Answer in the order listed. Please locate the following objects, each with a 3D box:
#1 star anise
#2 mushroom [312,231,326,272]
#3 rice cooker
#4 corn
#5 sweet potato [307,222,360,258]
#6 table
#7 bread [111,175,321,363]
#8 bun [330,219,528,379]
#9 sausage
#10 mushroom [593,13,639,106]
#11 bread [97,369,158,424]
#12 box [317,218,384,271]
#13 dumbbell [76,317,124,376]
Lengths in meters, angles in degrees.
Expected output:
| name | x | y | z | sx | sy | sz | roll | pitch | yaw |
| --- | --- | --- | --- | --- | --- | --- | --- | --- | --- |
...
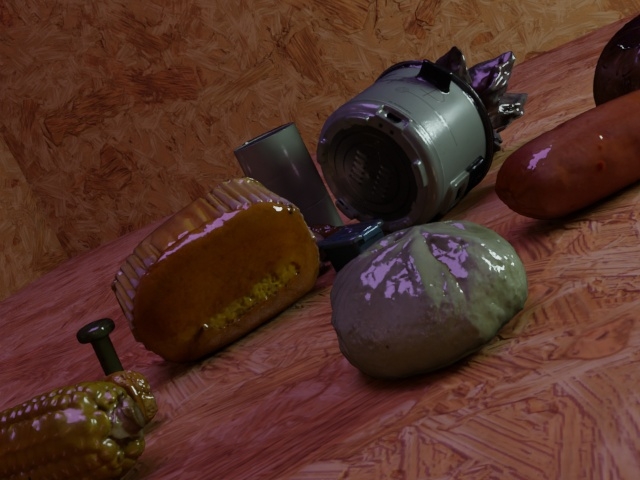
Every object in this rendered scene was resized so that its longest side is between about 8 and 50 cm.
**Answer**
| name | x | y | z | sx | sy | sz | roll | pitch | yaw |
| --- | --- | --- | --- | --- | --- | --- | --- | --- | --- |
| star anise | 0.230 | -0.219 | 1.486 | 0.331 | 0.118 | 0.332 | -15 | -35 | -10 |
| mushroom | -0.023 | 0.026 | 1.283 | 0.083 | 0.067 | 0.083 | -39 | -18 | -16 |
| rice cooker | 0.140 | -0.150 | 1.303 | 0.241 | 0.281 | 0.227 | 31 | 46 | 21 |
| corn | -0.340 | 0.244 | 0.843 | 0.363 | 0.120 | 0.120 | -26 | 11 | 10 |
| sweet potato | 0.000 | 0.000 | 1.351 | 0.273 | 0.067 | 0.067 | -11 | 18 | 47 |
| table | -0.055 | -0.092 | 1.499 | 0.126 | 0.220 | 0.126 | -24 | 13 | 6 |
| bread | -0.141 | 0.052 | 1.147 | 0.288 | 0.204 | 0.156 | -32 | 34 | -16 |
| bun | 0.099 | 0.045 | 0.791 | 0.195 | 0.118 | 0.195 | -22 | 9 | 4 |
| sausage | 0.334 | -0.105 | 0.992 | 0.259 | 0.114 | 0.113 | -26 | 11 | -8 |
| mushroom | 0.527 | -0.261 | 1.147 | 0.297 | 0.163 | 0.278 | -21 | 12 | 30 |
| bread | -0.227 | 0.188 | 0.952 | 0.083 | 0.081 | 0.046 | 25 | 32 | 33 |
| box | 0.052 | 0.010 | 1.215 | 0.074 | 0.054 | 0.099 | -31 | 12 | -33 |
| dumbbell | -0.275 | 0.161 | 1.070 | 0.046 | 0.118 | 0.052 | -14 | 13 | 30 |
